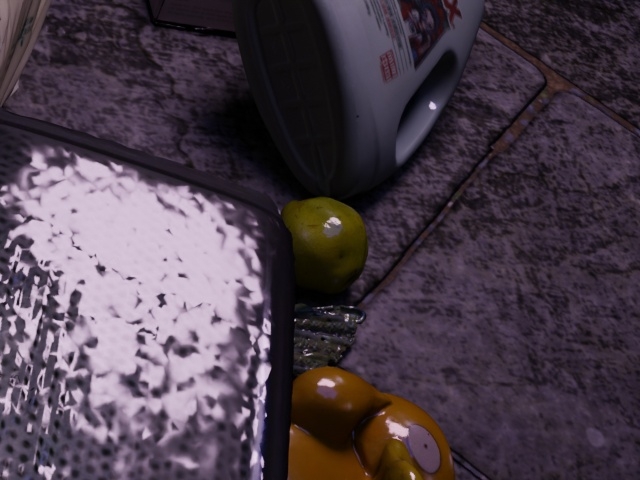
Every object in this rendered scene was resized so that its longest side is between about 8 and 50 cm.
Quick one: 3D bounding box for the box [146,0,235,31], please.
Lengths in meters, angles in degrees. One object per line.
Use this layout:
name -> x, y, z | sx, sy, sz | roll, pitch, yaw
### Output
box -> -0.100, -0.341, 1.657 | 0.203, 0.106, 0.252 | 5, 44, -24

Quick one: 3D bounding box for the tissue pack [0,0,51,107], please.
tissue pack -> -0.377, -0.194, 1.176 | 0.297, 0.207, 0.380 | 21, 19, -8

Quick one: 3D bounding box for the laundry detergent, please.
laundry detergent -> 0.079, -0.224, 1.557 | 0.398, 0.124, 0.264 | -37, 116, -50

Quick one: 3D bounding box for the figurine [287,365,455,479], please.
figurine -> -0.008, 0.193, 1.095 | 0.228, 0.215, 0.215 | -4, 45, -3

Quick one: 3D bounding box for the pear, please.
pear -> 0.000, 0.000, 1.368 | 0.097, 0.092, 0.092 | 41, 41, 13

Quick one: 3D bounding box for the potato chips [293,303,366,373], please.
potato chips -> -0.048, 0.089, 1.292 | 0.207, 0.028, 0.092 | 5, 47, -24

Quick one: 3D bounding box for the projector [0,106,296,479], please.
projector -> -0.188, 0.197, 0.805 | 0.242, 0.395, 0.405 | 19, 41, -15
